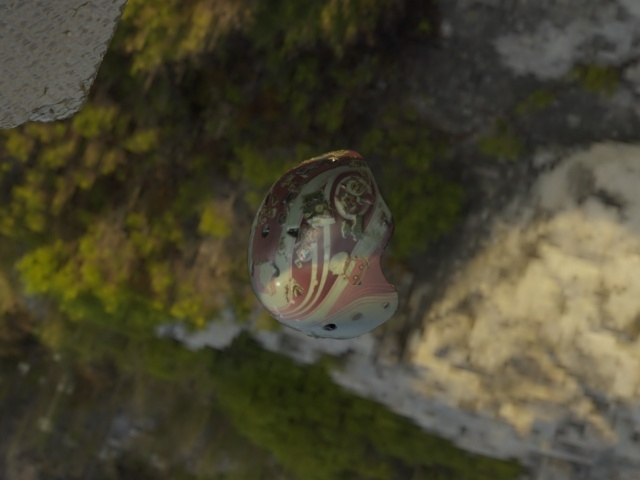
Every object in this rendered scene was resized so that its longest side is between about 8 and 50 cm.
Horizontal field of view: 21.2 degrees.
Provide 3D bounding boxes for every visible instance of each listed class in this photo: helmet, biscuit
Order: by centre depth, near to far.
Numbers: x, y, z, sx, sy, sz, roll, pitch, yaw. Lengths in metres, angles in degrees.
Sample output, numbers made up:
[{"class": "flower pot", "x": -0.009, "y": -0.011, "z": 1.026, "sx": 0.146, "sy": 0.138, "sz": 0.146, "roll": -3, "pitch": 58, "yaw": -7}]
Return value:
[{"class": "biscuit", "x": -0.193, "y": -0.220, "z": 1.250, "sx": 0.144, "sy": 0.078, "sz": 0.426, "roll": -9, "pitch": 154, "yaw": -31}, {"class": "helmet", "x": -0.012, "y": 0.008, "z": 1.582, "sx": 0.107, "sy": 0.176, "sz": 0.153, "roll": -8, "pitch": -177, "yaw": -32}]
